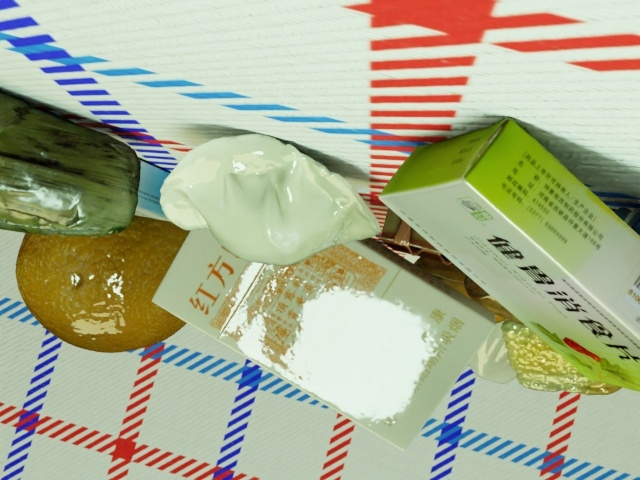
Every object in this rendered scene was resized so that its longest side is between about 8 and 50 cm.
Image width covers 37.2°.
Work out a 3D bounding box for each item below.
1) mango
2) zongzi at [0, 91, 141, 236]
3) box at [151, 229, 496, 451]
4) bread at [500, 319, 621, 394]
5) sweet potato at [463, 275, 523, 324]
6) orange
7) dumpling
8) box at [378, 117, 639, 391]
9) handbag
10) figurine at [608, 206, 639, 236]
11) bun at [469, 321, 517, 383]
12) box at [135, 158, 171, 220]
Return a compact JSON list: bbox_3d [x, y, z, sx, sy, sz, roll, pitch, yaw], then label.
[{"bbox_3d":[0.219,0.058,1.409,0.159,0.084,0.105,35,-166,11],"label":"mango"},{"bbox_3d":[-0.378,-0.111,1.067,0.323,0.160,0.360,10,168,2],"label":"zongzi"},{"bbox_3d":[0.002,0.079,1.145,0.365,0.204,0.051,31,-162,-3],"label":"box"},{"bbox_3d":[0.412,0.161,1.507,0.204,0.162,0.262,-1,-179,31],"label":"bread"},{"bbox_3d":[0.281,0.064,1.281,0.097,0.097,0.252,11,180,40],"label":"sweet potato"},{"bbox_3d":[-0.357,0.041,1.685,0.322,0.322,0.357,15,-176,10],"label":"orange"},{"bbox_3d":[-0.048,-0.046,1.000,0.216,0.126,0.166,28,151,18],"label":"dumpling"},{"bbox_3d":[0.183,0.021,0.745,0.260,0.062,0.175,41,169,-11],"label":"box"},{"bbox_3d":[0.141,-0.001,1.128,0.127,0.063,0.190,15,177,10],"label":"handbag"},{"bbox_3d":[0.261,-0.004,0.771,0.079,0.077,0.136,37,172,-34],"label":"figurine"},{"bbox_3d":[0.355,0.193,1.886,0.263,0.175,0.263,17,174,2],"label":"bun"},{"bbox_3d":[-0.314,-0.091,1.411,0.139,0.073,0.194,12,174,33],"label":"box"}]
